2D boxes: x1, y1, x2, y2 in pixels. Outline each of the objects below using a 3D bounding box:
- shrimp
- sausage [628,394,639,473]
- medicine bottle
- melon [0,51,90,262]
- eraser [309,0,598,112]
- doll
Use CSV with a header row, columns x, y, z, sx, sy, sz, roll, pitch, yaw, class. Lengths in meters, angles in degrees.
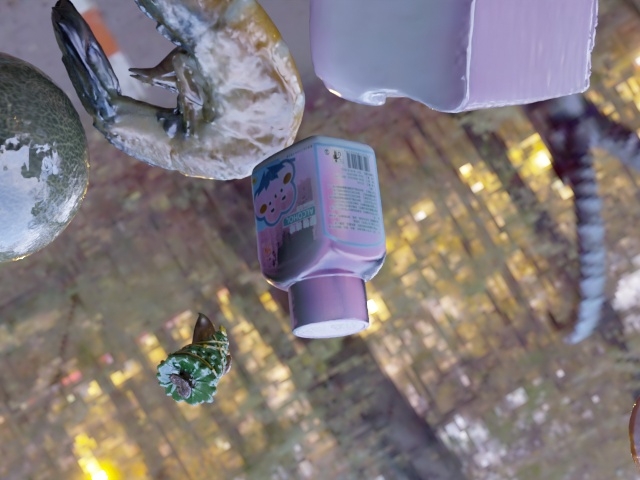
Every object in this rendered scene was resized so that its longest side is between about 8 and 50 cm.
x,y,z,sx,sy,sz,roll,pitch,yaw,class
-0.203,-0.248,1.545,0.272,0.445,0.085,-23,-156,30,shrimp
0.594,0.277,1.917,0.233,0.233,0.287,-31,-176,-19,sausage
0.000,0.000,1.409,0.094,0.188,0.119,7,159,-39,medicine bottle
-0.382,-0.092,1.568,0.237,0.237,0.301,-31,171,-5,melon
0.114,-0.233,0.996,0.122,0.272,0.359,9,-167,23,eraser
-0.129,0.137,1.619,0.077,0.078,0.113,-1,-146,47,doll
